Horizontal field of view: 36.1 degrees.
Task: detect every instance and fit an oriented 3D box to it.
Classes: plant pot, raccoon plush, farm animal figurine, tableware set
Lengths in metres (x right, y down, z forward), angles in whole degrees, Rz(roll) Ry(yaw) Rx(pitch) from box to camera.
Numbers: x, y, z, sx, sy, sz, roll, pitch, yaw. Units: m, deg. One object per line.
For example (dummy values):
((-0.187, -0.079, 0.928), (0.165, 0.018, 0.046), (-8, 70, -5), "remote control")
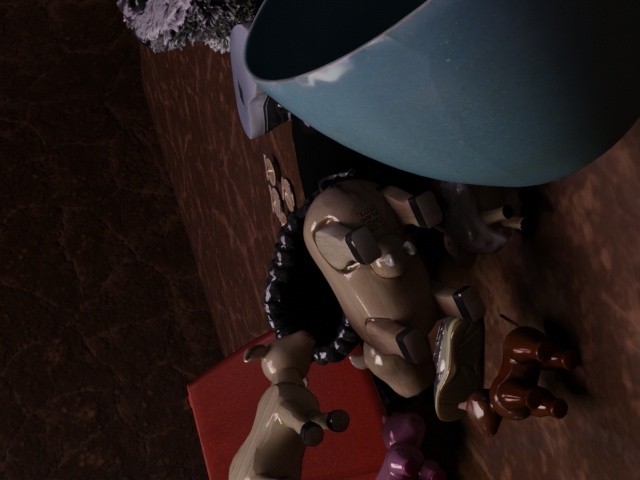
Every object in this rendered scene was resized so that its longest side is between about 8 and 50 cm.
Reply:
((0.118, -0.149, 0.669), (0.195, 0.290, 0.290), (43, -179, -26), "plant pot")
((-0.105, -0.394, 1.553), (0.446, 0.299, 0.216), (10, 99, 40), "raccoon plush")
((0.052, 0.088, 0.909), (0.172, 0.330, 0.326), (5, 107, 65), "farm animal figurine")
((-0.078, -0.079, 1.905), (0.168, 0.020, 0.141), (-121, 22, -50), "tableware set")
((-0.041, 0.281, 1.343), (0.267, 0.236, 0.267), (87, 165, -53), "plant pot")

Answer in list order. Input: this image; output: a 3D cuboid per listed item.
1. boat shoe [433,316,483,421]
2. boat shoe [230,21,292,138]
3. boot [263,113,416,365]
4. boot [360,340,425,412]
((0.159, 0.143, 1.149), (0.049, 0.056, 0.152), (-116, 27, -55), "boat shoe")
((-0.077, -0.258, 1.570), (0.306, 0.105, 0.113), (94, 154, -67), "boat shoe")
((0.014, -0.047, 1.112), (0.260, 0.131, 0.348), (-9, -96, -67), "boot")
((0.092, 0.115, 1.318), (0.236, 0.085, 0.178), (98, 150, -60), "boot")
